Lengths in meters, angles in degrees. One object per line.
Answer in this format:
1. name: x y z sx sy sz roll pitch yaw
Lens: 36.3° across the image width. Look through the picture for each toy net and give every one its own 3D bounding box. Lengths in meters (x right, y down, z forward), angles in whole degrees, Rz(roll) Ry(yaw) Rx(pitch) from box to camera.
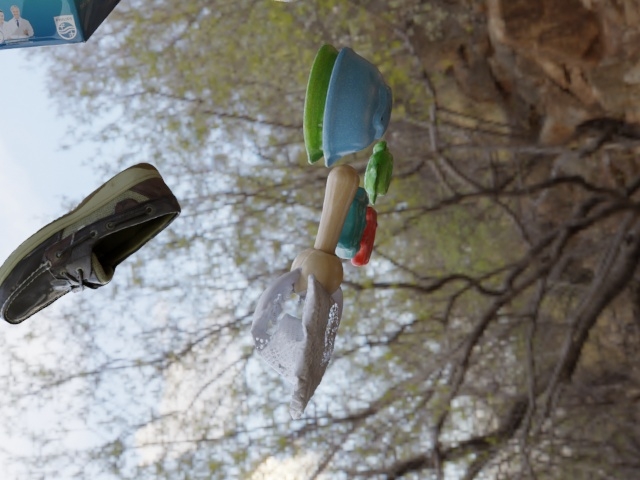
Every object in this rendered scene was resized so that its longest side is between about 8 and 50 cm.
1. toy net: 0.000 0.000 0.552 0.122 0.045 0.232 88 -164 -52

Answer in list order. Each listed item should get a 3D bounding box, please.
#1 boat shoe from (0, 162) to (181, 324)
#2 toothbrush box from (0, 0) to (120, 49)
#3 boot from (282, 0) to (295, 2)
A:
1. boat shoe: -0.240 0.014 0.999 0.073 0.223 0.080 47 175 25
2. toothbrush box: -0.322 -0.388 1.084 0.216 0.126 0.295 -80 -17 -59
3. boot: 0.048 -0.188 0.542 0.236 0.269 0.089 -48 -66 -41
